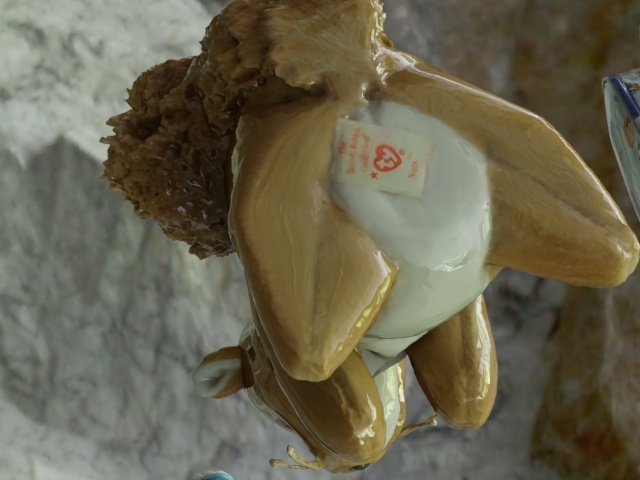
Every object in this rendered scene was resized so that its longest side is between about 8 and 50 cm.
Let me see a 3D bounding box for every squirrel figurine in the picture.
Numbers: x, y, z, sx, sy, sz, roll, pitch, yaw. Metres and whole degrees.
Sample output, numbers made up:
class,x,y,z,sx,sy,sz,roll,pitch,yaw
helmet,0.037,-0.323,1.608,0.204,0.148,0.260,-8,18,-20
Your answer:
class,x,y,z,sx,sy,sz,roll,pitch,yaw
squirrel figurine,0.000,0.000,1.277,0.281,0.370,0.397,-24,-110,-22

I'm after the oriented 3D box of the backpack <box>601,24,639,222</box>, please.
class,x,y,z,sx,sy,sz,roll,pitch,yaw
backpack,0.401,-0.105,1.581,0.213,0.276,0.263,-8,-139,6

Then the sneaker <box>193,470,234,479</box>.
class,x,y,z,sx,sy,sz,roll,pitch,yaw
sneaker,-0.094,0.289,1.390,0.063,0.162,0.073,0,178,-19
